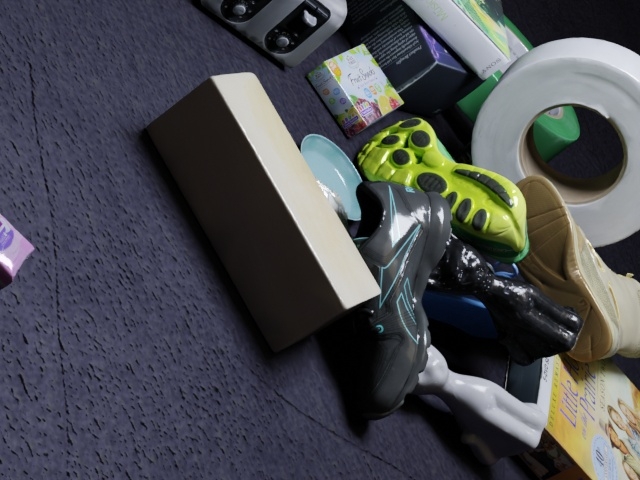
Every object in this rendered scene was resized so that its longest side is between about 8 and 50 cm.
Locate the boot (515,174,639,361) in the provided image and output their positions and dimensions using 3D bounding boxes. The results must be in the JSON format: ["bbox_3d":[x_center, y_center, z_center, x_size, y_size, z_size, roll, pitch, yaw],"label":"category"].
[{"bbox_3d":[0.356,0.041,1.826,0.203,0.095,0.262,7,55,-57],"label":"boot"}]

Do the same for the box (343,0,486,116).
[{"bbox_3d":[0.123,-0.295,1.916,0.153,0.108,0.207,4,58,-56],"label":"box"}]

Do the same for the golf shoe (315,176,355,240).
[{"bbox_3d":[0.000,0.000,1.478,0.176,0.069,0.086,47,36,-15],"label":"golf shoe"}]

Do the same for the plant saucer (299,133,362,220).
[{"bbox_3d":[0.010,-0.071,1.607,0.119,0.021,0.119,38,33,-31],"label":"plant saucer"}]

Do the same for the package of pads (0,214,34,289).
[{"bbox_3d":[-0.275,-0.003,1.091,0.083,0.032,0.050,47,27,-17],"label":"package of pads"}]

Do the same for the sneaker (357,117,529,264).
[{"bbox_3d":[0.146,-0.053,1.651,0.295,0.109,0.123,42,-15,47],"label":"sneaker"}]

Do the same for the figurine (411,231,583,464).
[{"bbox_3d":[0.176,0.122,1.546,0.209,0.092,0.215,35,66,-24],"label":"figurine"}]

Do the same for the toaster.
[{"bbox_3d":[-0.063,-0.334,1.669,0.168,0.110,0.185,33,36,-37],"label":"toaster"}]

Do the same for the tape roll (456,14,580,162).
[{"bbox_3d":[0.277,-0.263,2.117,0.321,0.077,0.321,40,26,-24],"label":"tape roll"}]

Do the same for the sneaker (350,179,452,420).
[{"bbox_3d":[0.061,0.060,1.443,0.106,0.101,0.267,23,65,-24],"label":"sneaker"}]

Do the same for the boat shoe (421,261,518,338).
[{"bbox_3d":[0.197,0.058,1.671,0.258,0.109,0.089,25,53,-47],"label":"boat shoe"}]

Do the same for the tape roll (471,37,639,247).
[{"bbox_3d":[0.358,-0.135,1.872,0.286,0.286,0.100,52,29,-8],"label":"tape roll"}]

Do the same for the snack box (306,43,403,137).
[{"bbox_3d":[0.047,-0.199,1.777,0.100,0.037,0.141,54,29,-1],"label":"snack box"}]

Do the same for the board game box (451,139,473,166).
[{"bbox_3d":[0.251,-0.084,1.984,0.136,0.030,0.260,57,29,-4],"label":"board game box"}]

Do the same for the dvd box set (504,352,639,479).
[{"bbox_3d":[0.398,0.295,1.788,0.420,0.062,0.307,48,28,-15],"label":"dvd box set"}]

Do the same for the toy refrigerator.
[{"bbox_3d":[-0.057,-0.032,1.383,0.269,0.102,0.094,60,29,7],"label":"toy refrigerator"}]

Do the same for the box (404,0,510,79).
[{"bbox_3d":[0.171,-0.403,1.926,0.232,0.058,0.322,39,33,-29],"label":"box"}]
